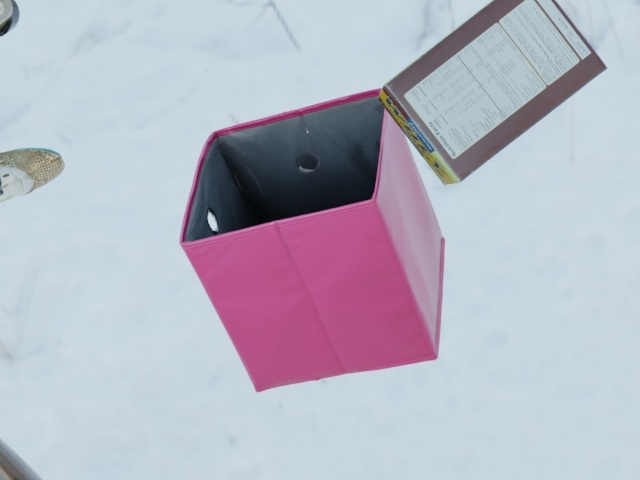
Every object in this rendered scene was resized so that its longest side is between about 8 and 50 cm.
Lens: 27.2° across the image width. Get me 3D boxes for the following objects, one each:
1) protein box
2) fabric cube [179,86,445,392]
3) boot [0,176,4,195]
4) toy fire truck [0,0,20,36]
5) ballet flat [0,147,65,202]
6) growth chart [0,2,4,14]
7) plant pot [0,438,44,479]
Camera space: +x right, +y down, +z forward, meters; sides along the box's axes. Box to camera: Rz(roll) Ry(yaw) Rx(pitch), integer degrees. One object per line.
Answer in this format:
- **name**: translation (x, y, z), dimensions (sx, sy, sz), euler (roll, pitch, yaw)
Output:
- **protein box**: translation (0.186, -0.176, 1.495), dimensions (0.201, 0.200, 0.136), euler (-37, 91, 2)
- **fabric cube**: translation (0.000, 0.000, 1.694), dimensions (0.259, 0.258, 0.254), euler (-12, 36, 16)
- **boot**: translation (-0.394, -0.124, 0.937), dimensions (0.338, 0.118, 0.223), euler (-4, 82, -43)
- **toy fire truck**: translation (-0.541, -0.310, 1.718), dimensions (0.246, 0.217, 0.158), euler (44, 27, -10)
- **ballet flat**: translation (-0.437, -0.075, 1.741), dimensions (0.206, 0.073, 0.067), euler (-8, 45, 13)
- **growth chart**: translation (-0.455, -0.221, 1.308), dimensions (0.172, 0.237, 0.021), euler (-16, 84, 29)
- **plant pot**: translation (-0.456, 0.275, 1.542), dimensions (0.215, 0.215, 0.230), euler (-32, 66, -20)
